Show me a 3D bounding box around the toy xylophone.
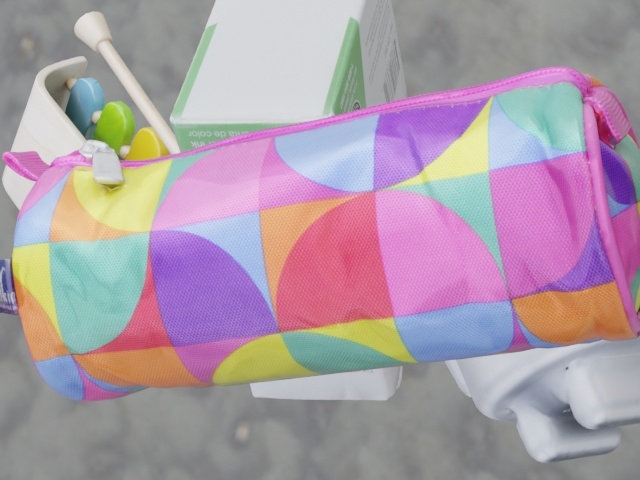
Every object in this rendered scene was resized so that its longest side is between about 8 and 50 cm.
[{"bbox_3d":[-0.168,-0.046,1.451,0.323,0.081,0.236,56,133,25],"label":"toy xylophone"}]

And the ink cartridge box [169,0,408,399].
[{"bbox_3d":[-0.003,-0.034,0.940,0.093,0.212,0.154,-2,43,15],"label":"ink cartridge box"}]

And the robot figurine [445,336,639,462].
[{"bbox_3d":[0.205,0.037,1.630,0.300,0.199,0.353,-41,61,39],"label":"robot figurine"}]

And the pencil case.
[{"bbox_3d":[0.000,0.000,0.598,0.236,0.104,0.104,-7,70,19],"label":"pencil case"}]
